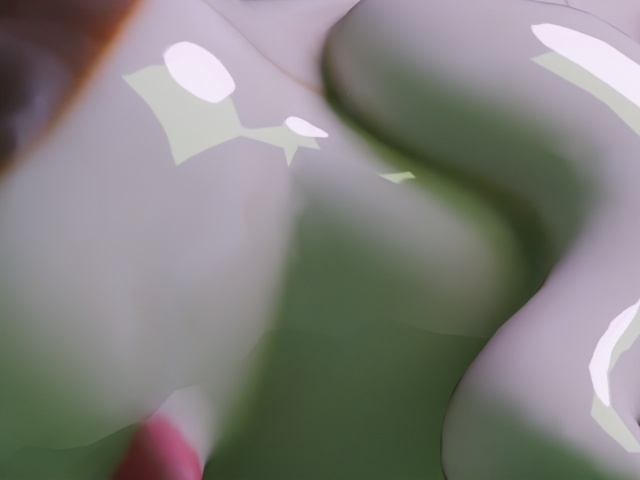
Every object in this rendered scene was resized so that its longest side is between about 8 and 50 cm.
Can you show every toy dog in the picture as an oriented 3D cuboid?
[{"bbox_3d":[0.009,-0.011,0.529,0.408,0.284,0.395,1,52,-31],"label":"toy dog"}]
